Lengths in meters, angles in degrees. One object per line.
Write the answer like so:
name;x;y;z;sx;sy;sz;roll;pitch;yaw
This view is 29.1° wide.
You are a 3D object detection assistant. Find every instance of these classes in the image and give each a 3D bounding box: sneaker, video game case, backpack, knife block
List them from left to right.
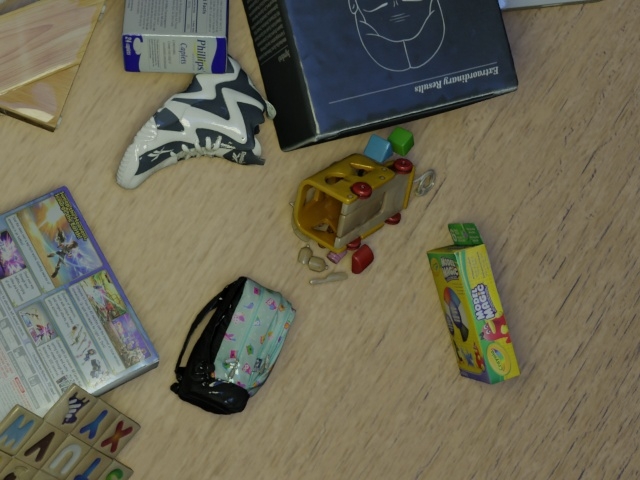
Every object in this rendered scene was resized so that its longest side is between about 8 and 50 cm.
knife block;-0.435;-0.247;1.611;0.242;0.088;0.276;22;85;-14
video game case;-0.378;0.099;1.592;0.244;0.061;0.270;-27;79;-17
sneaker;-0.156;-0.129;1.677;0.153;0.094;0.235;40;70;-2
backpack;-0.114;0.143;1.673;0.115;0.152;0.182;31;70;-17

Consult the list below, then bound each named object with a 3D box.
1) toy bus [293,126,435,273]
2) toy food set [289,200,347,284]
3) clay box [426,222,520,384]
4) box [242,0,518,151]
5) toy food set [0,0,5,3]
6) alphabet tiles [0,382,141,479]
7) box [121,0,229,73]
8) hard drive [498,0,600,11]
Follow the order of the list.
toy bus;0.051;-0.069;1.722;0.104;0.202;0.191;30;83;26
toy food set;0.000;0.000;1.757;0.077;0.019;0.122;-8;84;-14
clay box;0.211;0.087;1.753;0.053;0.127;0.222;-18;93;-13
box;0.056;-0.349;1.673;0.293;0.212;0.396;-14;92;-14
toy food set;-0.430;-0.462;1.559;0.219;0.092;0.306;-37;128;-11
alphabet tiles;-0.378;0.340;1.553;0.011;0.285;0.342;36;81;32
box;-0.191;-0.288;1.642;0.137;0.072;0.126;1;52;-3
hard drive;0.314;-0.497;1.811;0.203;0.040;0.308;-10;93;-25
